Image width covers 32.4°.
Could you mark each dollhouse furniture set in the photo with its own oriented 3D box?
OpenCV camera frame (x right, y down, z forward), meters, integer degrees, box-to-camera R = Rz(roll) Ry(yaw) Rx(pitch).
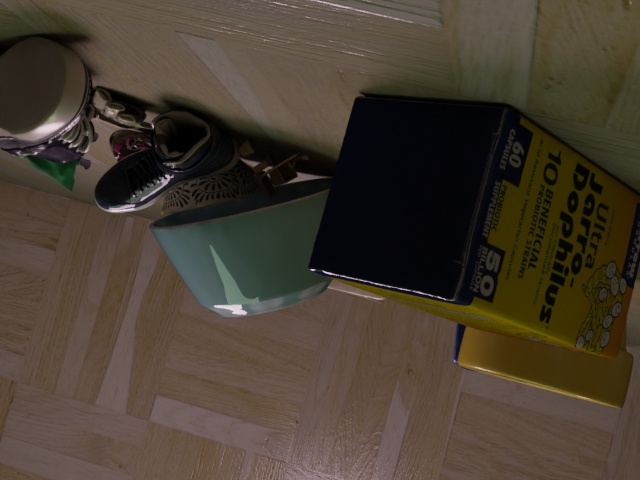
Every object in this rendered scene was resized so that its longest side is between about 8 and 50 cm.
[{"bbox_3d":[-0.051,-0.128,1.636,0.081,0.091,0.114,-30,-177,21],"label":"dollhouse furniture set"}]

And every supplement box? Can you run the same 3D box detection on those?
[{"bbox_3d":[0.188,-0.006,1.208,0.195,0.194,0.356,11,174,41],"label":"supplement box"}]

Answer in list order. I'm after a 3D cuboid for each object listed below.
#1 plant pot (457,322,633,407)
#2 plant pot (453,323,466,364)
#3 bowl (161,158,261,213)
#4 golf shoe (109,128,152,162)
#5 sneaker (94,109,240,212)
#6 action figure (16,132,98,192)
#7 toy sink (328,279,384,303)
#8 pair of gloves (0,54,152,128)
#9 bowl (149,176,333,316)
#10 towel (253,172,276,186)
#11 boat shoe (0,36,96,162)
[{"bbox_3d":[0.357,0.106,1.654,0.254,0.239,0.254,16,175,1],"label":"plant pot"},{"bbox_3d":[0.365,0.122,1.930,0.212,0.236,0.236,6,172,19],"label":"plant pot"},{"bbox_3d":[-0.181,-0.101,1.764,0.170,0.080,0.170,-13,-172,2],"label":"bowl"},{"bbox_3d":[-0.261,-0.144,1.834,0.186,0.068,0.086,20,-163,-27],"label":"golf shoe"},{"bbox_3d":[-0.239,-0.112,1.555,0.226,0.086,0.163,-23,171,7],"label":"sneaker"},{"bbox_3d":[-0.478,-0.184,1.816,0.232,0.137,0.063,22,-170,19],"label":"action figure"},{"bbox_3d":[0.075,0.037,2.241,0.234,0.153,0.131,11,173,31],"label":"toy sink"},{"bbox_3d":[-0.372,-0.203,1.587,0.240,0.042,0.204,19,174,-25],"label":"pair of gloves"},{"bbox_3d":[-0.091,0.015,1.691,0.311,0.163,0.311,-13,-172,2],"label":"bowl"},{"bbox_3d":[-0.171,-0.106,2.017,0.187,0.049,0.282,12,173,22],"label":"towel"},{"bbox_3d":[-0.334,-0.167,1.392,0.158,0.127,0.340,14,174,-38],"label":"boat shoe"}]
